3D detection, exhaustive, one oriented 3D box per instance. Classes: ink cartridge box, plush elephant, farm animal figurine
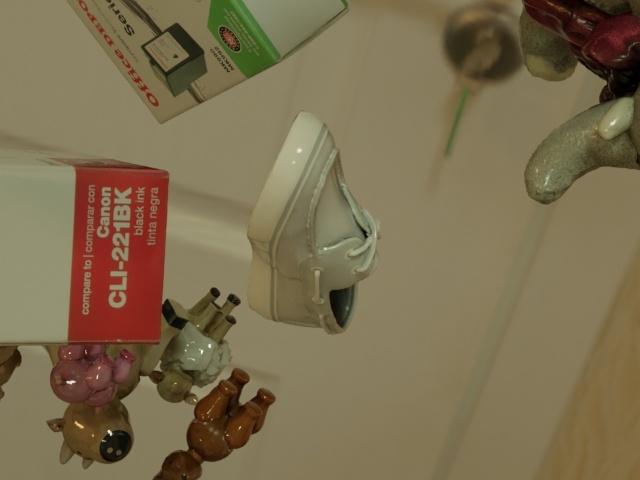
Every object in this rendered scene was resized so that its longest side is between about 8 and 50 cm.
[{"bbox_3d":[-0.257,-0.002,1.020,0.273,0.114,0.197,0,6,-26],"label":"ink cartridge box"},{"bbox_3d":[-0.134,-0.264,1.737,0.121,0.289,0.211,-42,102,-30],"label":"ink cartridge box"},{"bbox_3d":[0.241,-0.129,1.189,0.330,0.272,0.255,-8,65,26],"label":"plush elephant"},{"bbox_3d":[-0.226,0.117,1.540,0.330,0.172,0.327,30,18,-22],"label":"farm animal figurine"}]

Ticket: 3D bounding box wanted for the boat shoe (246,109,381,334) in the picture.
[{"bbox_3d":[0.000,0.000,0.814,0.063,0.184,0.066,21,59,6],"label":"boat shoe"}]
